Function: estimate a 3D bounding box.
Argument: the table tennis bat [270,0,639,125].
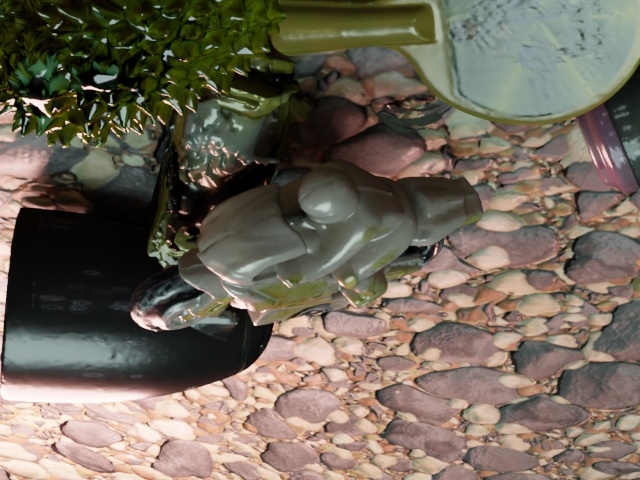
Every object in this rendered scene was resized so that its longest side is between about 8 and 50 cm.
[{"bbox_3d":[0.110,-0.184,0.962,0.321,0.050,0.198,0,124,16],"label":"table tennis bat"}]

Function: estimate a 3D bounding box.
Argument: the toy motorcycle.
[{"bbox_3d":[0.000,0.000,1.080,0.341,0.108,0.223,-9,153,-33],"label":"toy motorcycle"}]

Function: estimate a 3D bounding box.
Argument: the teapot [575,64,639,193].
[{"bbox_3d":[0.294,-0.130,1.021,0.146,0.148,0.116,-23,175,15],"label":"teapot"}]

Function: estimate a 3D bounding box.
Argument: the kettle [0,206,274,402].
[{"bbox_3d":[-0.201,0.077,1.306,0.290,0.207,0.268,4,176,-13],"label":"kettle"}]

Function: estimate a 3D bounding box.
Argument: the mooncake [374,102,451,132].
[{"bbox_3d":[0.038,-0.047,1.202,0.150,0.057,0.347,-16,155,-11],"label":"mooncake"}]

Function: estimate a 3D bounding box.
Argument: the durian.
[{"bbox_3d":[-0.149,-0.206,0.854,0.291,0.224,0.291,5,111,13],"label":"durian"}]

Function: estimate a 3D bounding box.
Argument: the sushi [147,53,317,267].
[{"bbox_3d":[-0.085,-0.071,1.109,0.139,0.131,0.291,11,135,-10],"label":"sushi"}]
